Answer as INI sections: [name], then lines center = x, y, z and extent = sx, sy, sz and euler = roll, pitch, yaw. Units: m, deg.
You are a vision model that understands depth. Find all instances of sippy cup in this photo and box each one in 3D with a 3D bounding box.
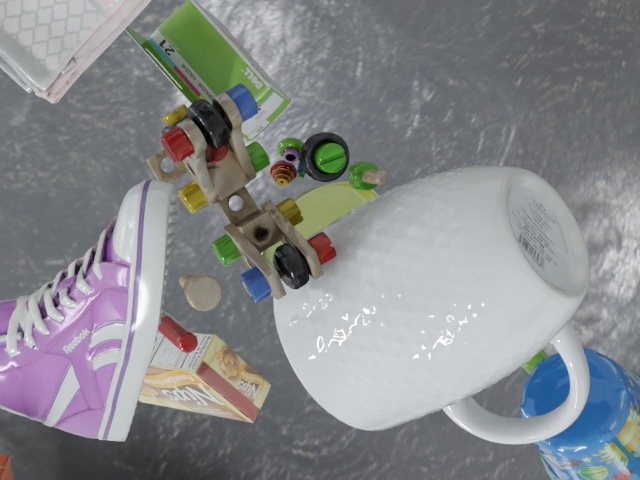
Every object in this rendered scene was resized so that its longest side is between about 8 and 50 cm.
[sippy cup]
center = 0.425, 0.281, 1.590
extent = 0.305, 0.224, 0.240
euler = 5, 67, 35

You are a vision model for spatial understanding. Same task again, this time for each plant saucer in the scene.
[plant saucer]
center = 0.000, 0.000, 1.678
extent = 0.037, 0.241, 0.241
euler = 46, 124, 44

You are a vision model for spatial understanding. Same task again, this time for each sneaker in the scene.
[sneaker]
center = -0.215, 0.059, 0.859
extent = 0.161, 0.102, 0.282
euler = 15, 123, -10

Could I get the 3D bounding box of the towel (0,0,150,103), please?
[towel]
center = -0.260, -0.342, 0.894
extent = 0.332, 0.053, 0.317
euler = 42, 94, -5

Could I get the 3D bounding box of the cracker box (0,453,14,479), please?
[cracker box]
center = -0.397, 0.262, 0.887
extent = 0.232, 0.156, 0.067
euler = -4, 109, -4

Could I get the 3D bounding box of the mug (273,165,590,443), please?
[mug]
center = 0.178, 0.095, 1.266
extent = 0.328, 0.276, 0.374
euler = -31, 98, 38

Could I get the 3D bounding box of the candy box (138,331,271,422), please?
[candy box]
center = -0.270, 0.243, 1.897
extent = 0.316, 0.087, 0.183
euler = 1, 146, 40

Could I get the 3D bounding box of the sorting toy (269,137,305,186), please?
[sorting toy]
center = -0.053, -0.127, 1.759
extent = 0.061, 0.042, 0.102
euler = 14, 138, -8

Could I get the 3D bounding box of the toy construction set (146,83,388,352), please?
[toy construction set]
center = -0.131, -0.031, 1.242
extent = 0.257, 0.237, 0.309
euler = 35, 83, -25

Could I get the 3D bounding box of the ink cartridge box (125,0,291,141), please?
[ink cartridge box]
center = -0.162, -0.256, 1.466
extent = 0.097, 0.255, 0.189
euler = -42, 80, 6
